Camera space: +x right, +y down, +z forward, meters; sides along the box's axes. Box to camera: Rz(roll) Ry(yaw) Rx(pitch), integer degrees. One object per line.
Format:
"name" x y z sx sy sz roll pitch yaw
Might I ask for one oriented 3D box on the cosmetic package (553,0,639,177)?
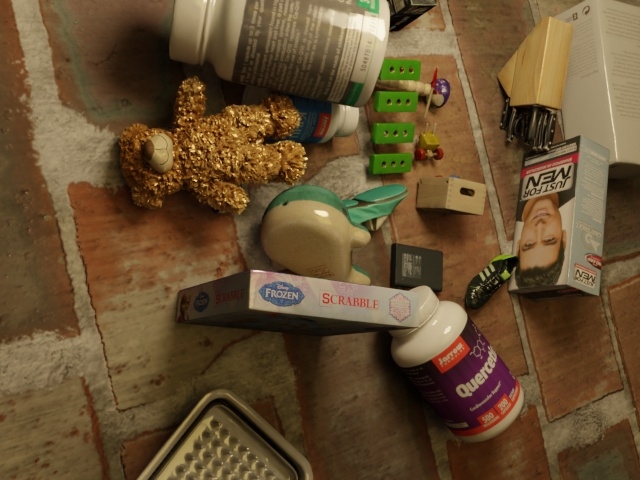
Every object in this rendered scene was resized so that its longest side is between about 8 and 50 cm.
"cosmetic package" 0.787 -0.407 1.917 0.230 0.161 0.453 1 81 -31

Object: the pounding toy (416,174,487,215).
"pounding toy" 0.306 -0.113 1.606 0.141 0.130 0.100 8 89 -30

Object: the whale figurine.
"whale figurine" 0.000 0.000 1.368 0.272 0.216 0.141 50 33 -40

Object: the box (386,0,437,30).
"box" 0.170 -0.587 1.587 0.077 0.147 0.180 -12 87 -32

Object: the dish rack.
"dish rack" -0.194 0.459 1.227 0.285 0.072 0.333 47 62 -15

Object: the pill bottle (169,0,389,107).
"pill bottle" -0.075 -0.369 1.250 0.361 0.204 0.204 10 76 -10

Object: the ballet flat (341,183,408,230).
"ballet flat" 0.084 -0.055 1.492 0.247 0.083 0.087 -17 115 -32

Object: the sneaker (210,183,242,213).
"sneaker" -0.183 -0.118 1.355 0.058 0.052 0.135 1 88 -41

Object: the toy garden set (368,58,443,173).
"toy garden set" 0.192 -0.276 1.561 0.203 0.049 0.244 -7 110 -33

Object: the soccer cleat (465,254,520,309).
"soccer cleat" 0.404 0.093 1.650 0.179 0.072 0.060 -45 105 -29

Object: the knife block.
"knife block" 0.548 -0.369 1.728 0.088 0.276 0.242 5 49 -30

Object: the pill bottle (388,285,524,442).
"pill bottle" 0.273 0.256 1.479 0.323 0.181 0.181 51 61 -14

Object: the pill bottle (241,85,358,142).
"pill bottle" -0.038 -0.259 1.417 0.221 0.124 0.124 -3 83 -30

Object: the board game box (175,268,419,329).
"board game box" -0.048 0.119 1.231 0.318 0.318 0.066 10 76 -30

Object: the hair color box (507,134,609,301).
"hair color box" 0.582 -0.049 1.716 0.113 0.185 0.375 19 72 -27

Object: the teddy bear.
"teddy bear" -0.187 -0.163 1.252 0.337 0.113 0.245 6 97 -14

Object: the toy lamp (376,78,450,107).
"toy lamp" 0.166 -0.356 1.587 0.274 0.080 0.080 7 78 -32

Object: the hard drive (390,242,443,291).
"hard drive" 0.217 0.062 1.573 0.135 0.022 0.094 10 76 -29
